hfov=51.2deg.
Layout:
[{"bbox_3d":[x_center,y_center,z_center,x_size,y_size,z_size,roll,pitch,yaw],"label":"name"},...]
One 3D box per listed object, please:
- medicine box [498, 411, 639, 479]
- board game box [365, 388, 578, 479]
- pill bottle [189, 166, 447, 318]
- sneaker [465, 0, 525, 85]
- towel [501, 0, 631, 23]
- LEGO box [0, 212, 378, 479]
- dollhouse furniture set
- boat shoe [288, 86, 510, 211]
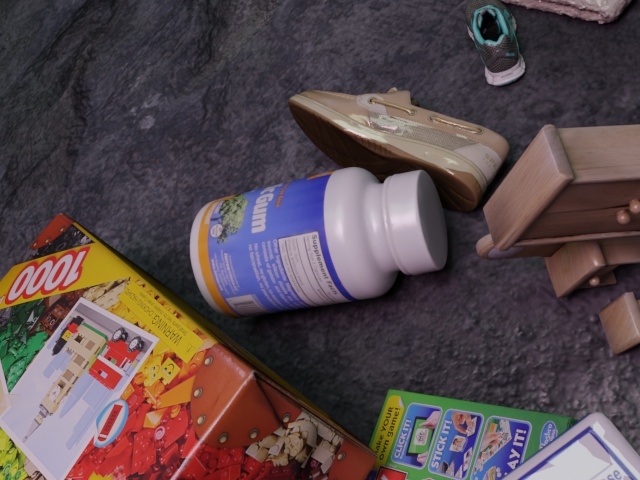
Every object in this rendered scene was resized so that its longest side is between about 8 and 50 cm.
[{"bbox_3d":[0.140,0.294,0.359,0.264,0.149,0.289,-35,59,-3],"label":"medicine box"},{"bbox_3d":[0.088,0.289,0.555,0.214,0.046,0.317,-7,54,53],"label":"board game box"},{"bbox_3d":[0.000,0.000,0.775,0.272,0.152,0.152,-12,55,24],"label":"pill bottle"},{"bbox_3d":[0.226,-0.284,0.879,0.065,0.076,0.166,-22,52,16],"label":"sneaker"},{"bbox_3d":[0.325,-0.394,0.914,0.282,0.049,0.187,34,82,40],"label":"towel"},{"bbox_3d":[-0.247,0.221,0.692,0.372,0.193,0.500,-53,39,-10],"label":"LEGO box"},{"bbox_3d":[0.254,0.101,0.475,0.174,0.303,0.355,-4,64,-11],"label":"dollhouse furniture set"},{"bbox_3d":[0.090,-0.137,0.847,0.302,0.109,0.098,27,71,34],"label":"boat shoe"}]
